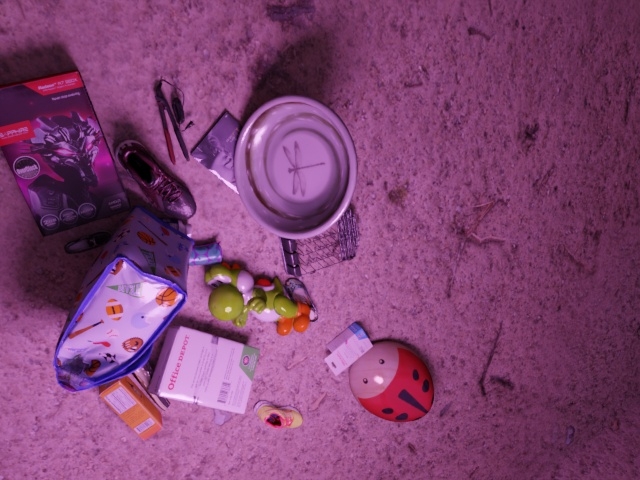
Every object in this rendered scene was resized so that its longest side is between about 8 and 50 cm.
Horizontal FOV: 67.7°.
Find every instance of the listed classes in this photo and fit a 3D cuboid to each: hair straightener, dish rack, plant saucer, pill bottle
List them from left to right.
[{"bbox_3d":[-0.441,-0.030,1.393,0.120,0.067,0.067,5,104,-27],"label":"pill bottle"},{"bbox_3d":[-0.400,-0.332,1.333,0.088,0.047,0.231,-17,109,-20],"label":"hair straightener"},{"bbox_3d":[-0.063,-0.208,1.370,0.100,0.400,0.401,-20,121,-60],"label":"plant saucer"},{"bbox_3d":[0.000,0.000,1.614,0.271,0.074,0.209,-18,115,-21],"label":"dish rack"}]

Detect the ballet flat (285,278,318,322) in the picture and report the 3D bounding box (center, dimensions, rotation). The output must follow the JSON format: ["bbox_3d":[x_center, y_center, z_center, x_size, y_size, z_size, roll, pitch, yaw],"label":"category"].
[{"bbox_3d":[-0.058,0.213,1.659,0.070,0.070,0.189,-36,118,-11],"label":"ballet flat"}]

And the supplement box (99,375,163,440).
[{"bbox_3d":[-0.592,0.516,1.496,0.080,0.078,0.234,-31,117,-10],"label":"supplement box"}]

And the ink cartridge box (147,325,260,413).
[{"bbox_3d":[-0.362,0.408,1.503,0.289,0.121,0.211,26,66,-29],"label":"ink cartridge box"}]

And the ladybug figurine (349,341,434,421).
[{"bbox_3d":[0.307,0.583,1.898,0.449,0.162,0.305,37,88,-30],"label":"ladybug figurine"}]

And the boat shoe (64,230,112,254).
[{"bbox_3d":[-0.645,0.007,1.324,0.125,0.038,0.046,-16,113,-20],"label":"boat shoe"}]

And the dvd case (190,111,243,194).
[{"bbox_3d":[-0.254,-0.249,1.439,0.221,0.018,0.165,40,87,-30],"label":"dvd case"}]

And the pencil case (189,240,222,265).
[{"bbox_3d":[-0.378,0.040,1.448,0.151,0.064,0.070,-3,100,-25],"label":"pencil case"}]

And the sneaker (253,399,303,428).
[{"bbox_3d":[-0.145,0.657,1.746,0.208,0.094,0.082,25,93,-31],"label":"sneaker"}]

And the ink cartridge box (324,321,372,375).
[{"bbox_3d":[0.095,0.409,1.797,0.181,0.061,0.104,-37,118,-11],"label":"ink cartridge box"}]

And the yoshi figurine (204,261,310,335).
[{"bbox_3d":[-0.217,0.216,1.514,0.362,0.203,0.204,32,98,-27],"label":"yoshi figurine"}]

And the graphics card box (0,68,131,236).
[{"bbox_3d":[-0.660,-0.219,1.212,0.232,0.094,0.371,-20,115,-19],"label":"graphics card box"}]

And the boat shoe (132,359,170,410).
[{"bbox_3d":[-0.526,0.439,1.499,0.073,0.080,0.224,-39,116,-28],"label":"boat shoe"}]

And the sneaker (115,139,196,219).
[{"bbox_3d":[-0.442,-0.145,1.299,0.106,0.162,0.281,-46,119,-5],"label":"sneaker"}]

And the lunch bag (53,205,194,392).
[{"bbox_3d":[-0.511,0.160,1.240,0.238,0.328,0.385,37,101,-23],"label":"lunch bag"}]
